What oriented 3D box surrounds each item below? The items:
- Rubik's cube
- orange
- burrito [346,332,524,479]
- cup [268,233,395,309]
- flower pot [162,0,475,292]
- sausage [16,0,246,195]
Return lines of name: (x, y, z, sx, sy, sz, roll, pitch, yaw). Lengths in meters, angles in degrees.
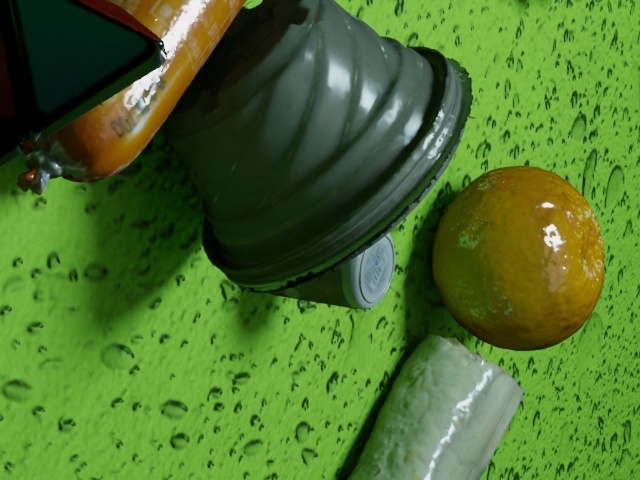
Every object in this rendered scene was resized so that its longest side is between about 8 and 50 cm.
Rubik's cube: (-0.162, -0.121, 0.985, 0.250, 0.234, 0.284, -35, 128, -52)
orange: (0.186, 0.017, 1.709, 0.177, 0.155, 0.177, 7, 90, -68)
burrito: (0.095, 0.199, 1.662, 0.299, 0.105, 0.143, -57, 153, -36)
cup: (0.004, 0.000, 1.443, 0.074, 0.099, 0.102, -16, 113, -58)
flower pot: (-0.020, -0.088, 1.292, 0.140, 0.235, 0.235, 49, 53, -24)
sausage: (-0.110, -0.147, 1.209, 0.312, 0.093, 0.093, -60, 145, -30)
